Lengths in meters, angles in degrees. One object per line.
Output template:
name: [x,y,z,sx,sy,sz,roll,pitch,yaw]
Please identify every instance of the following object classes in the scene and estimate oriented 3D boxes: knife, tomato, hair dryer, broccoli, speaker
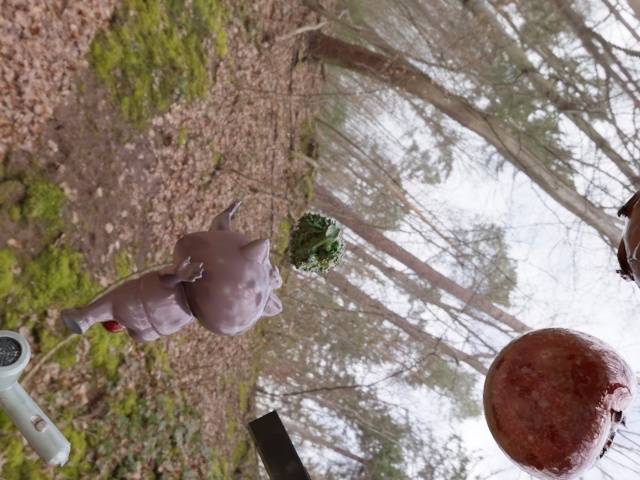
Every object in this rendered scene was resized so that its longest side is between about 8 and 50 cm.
knife: [-0.204,-0.010,0.986,0.123,0.053,0.278,-50,-157,8]
tomato: [0.416,0.281,0.860,0.227,0.270,0.270,35,-86,42]
hair dryer: [-0.280,0.156,0.451,0.082,0.137,0.047,-42,177,35]
broccoli: [0.000,0.000,1.423,0.219,0.194,0.194,-47,-165,-24]
speaker: [-0.095,0.530,1.163,0.218,0.082,0.044,58,-30,27]

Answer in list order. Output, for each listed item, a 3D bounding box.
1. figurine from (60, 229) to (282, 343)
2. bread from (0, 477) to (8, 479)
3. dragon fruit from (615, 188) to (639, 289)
figurine: [-0.204,0.065,0.702,0.288,0.176,0.186,-20,-139,-4]
bread: [-0.638,0.401,0.705,0.187,0.338,0.155,-69,178,-66]
dragon fruit: [0.518,0.012,0.599,0.250,0.250,0.315,-55,-176,8]
